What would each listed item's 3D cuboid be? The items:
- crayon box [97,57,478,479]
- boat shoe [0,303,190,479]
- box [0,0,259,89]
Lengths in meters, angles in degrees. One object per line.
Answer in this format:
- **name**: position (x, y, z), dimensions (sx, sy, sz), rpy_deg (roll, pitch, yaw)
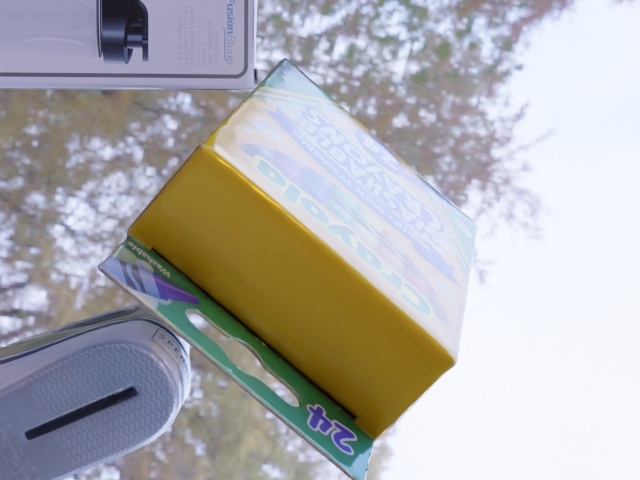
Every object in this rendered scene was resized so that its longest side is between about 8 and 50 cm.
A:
- **crayon box**: position (0.000, 0.000, 0.853), dimensions (0.083, 0.203, 0.323), rpy_deg (-47, -174, 21)
- **boat shoe**: position (-0.218, 0.124, 0.831), dimensions (0.094, 0.302, 0.109), rpy_deg (-71, 142, -75)
- **box**: position (-0.184, -0.175, 0.758), dimensions (0.087, 0.290, 0.169), rpy_deg (-145, -126, -75)
